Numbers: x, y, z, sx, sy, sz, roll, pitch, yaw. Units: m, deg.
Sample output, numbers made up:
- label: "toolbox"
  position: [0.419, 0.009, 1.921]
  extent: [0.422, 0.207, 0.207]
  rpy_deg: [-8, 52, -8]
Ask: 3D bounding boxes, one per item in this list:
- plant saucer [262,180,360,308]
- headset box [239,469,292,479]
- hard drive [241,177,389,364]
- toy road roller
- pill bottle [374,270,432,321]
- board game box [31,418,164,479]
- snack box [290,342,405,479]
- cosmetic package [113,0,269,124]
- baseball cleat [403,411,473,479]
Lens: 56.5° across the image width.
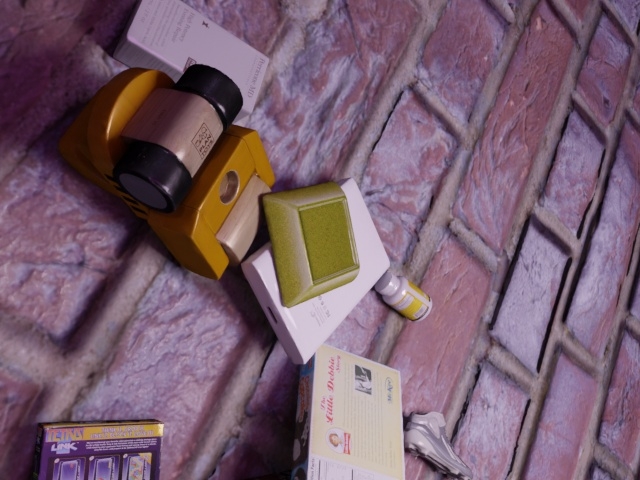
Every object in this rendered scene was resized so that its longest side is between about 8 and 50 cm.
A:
- label: "plant saucer"
  position: [0.000, 0.000, 1.004]
  extent: [0.188, 0.045, 0.189]
  rpy_deg: [-17, 99, -48]
- label: "headset box"
  position: [-0.021, 0.501, 0.992]
  extent: [0.293, 0.110, 0.218]
  rpy_deg: [2, 82, -35]
- label: "hard drive"
  position: [0.006, 0.044, 1.071]
  extent: [0.307, 0.040, 0.203]
  rpy_deg: [-43, 116, -43]
- label: "toy road roller"
  position: [-0.232, -0.113, 0.910]
  extent: [0.203, 0.240, 0.330]
  rpy_deg: [-63, 154, -24]
- label: "pill bottle"
  position: [0.166, 0.111, 1.205]
  extent: [0.116, 0.065, 0.065]
  rpy_deg: [37, 64, -26]
- label: "board game box"
  position: [-0.317, 0.331, 0.848]
  extent: [0.170, 0.048, 0.141]
  rpy_deg: [10, 76, -33]
- label: "snack box"
  position: [0.049, 0.339, 0.996]
  extent: [0.187, 0.060, 0.322]
  rpy_deg: [24, 43, -19]
- label: "cosmetic package"
  position: [-0.210, -0.304, 0.990]
  extent: [0.231, 0.085, 0.117]
  rpy_deg: [25, 71, -29]
- label: "baseball cleat"
  position: [0.252, 0.418, 1.220]
  extent: [0.206, 0.072, 0.109]
  rpy_deg: [41, 56, -28]
